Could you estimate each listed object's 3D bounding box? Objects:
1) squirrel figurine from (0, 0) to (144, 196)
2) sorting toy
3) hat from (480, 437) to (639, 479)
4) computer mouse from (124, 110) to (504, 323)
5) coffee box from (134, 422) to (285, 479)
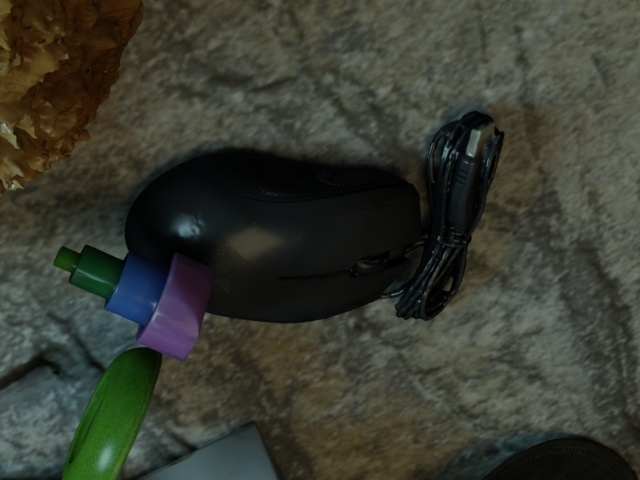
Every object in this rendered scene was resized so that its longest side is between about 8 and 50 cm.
[{"bbox_3d":[-0.267,-0.067,1.021,0.397,0.281,0.370,-21,139,-3],"label":"squirrel figurine"},{"bbox_3d":[-0.200,0.129,1.313,0.126,0.127,0.365,24,126,-10],"label":"sorting toy"},{"bbox_3d":[0.201,0.339,1.594,0.331,0.134,0.331,-20,127,-29],"label":"hat"},{"bbox_3d":[0.000,0.000,1.313,0.272,0.072,0.188,-1,128,-22],"label":"computer mouse"},{"bbox_3d":[-0.062,0.280,1.496,0.141,0.098,0.246,-25,132,-2],"label":"coffee box"}]
